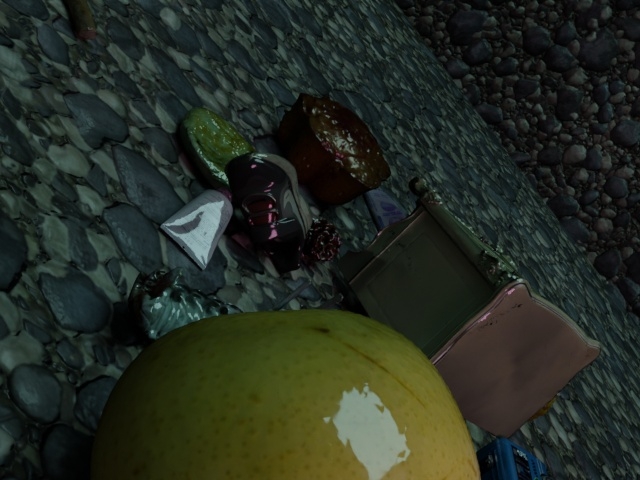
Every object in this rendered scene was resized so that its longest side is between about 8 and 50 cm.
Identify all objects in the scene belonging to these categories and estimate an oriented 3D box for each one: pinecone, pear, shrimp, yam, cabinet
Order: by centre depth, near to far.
[{"bbox_3d":[-0.027,0.220,0.733,0.348,0.348,0.348,40,27,-26],"label":"pear"},{"bbox_3d":[-0.055,0.141,1.021,0.411,0.166,0.221,26,67,-22],"label":"shrimp"},{"bbox_3d":[-0.373,-0.364,1.273,0.032,0.032,0.145,15,45,-54],"label":"yam"},{"bbox_3d":[0.237,0.106,1.382,0.290,0.227,0.318,35,15,-39],"label":"cabinet"},{"bbox_3d":[0.000,0.000,1.386,0.077,0.077,0.083,34,-11,-35],"label":"pinecone"}]

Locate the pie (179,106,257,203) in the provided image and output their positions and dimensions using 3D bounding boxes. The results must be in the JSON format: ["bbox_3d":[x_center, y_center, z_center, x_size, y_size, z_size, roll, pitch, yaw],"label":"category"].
[{"bbox_3d":[-0.153,-0.135,1.340,0.187,0.041,0.186,40,27,-25],"label":"pie"}]

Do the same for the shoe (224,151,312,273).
[{"bbox_3d":[-0.072,-0.038,1.247,0.227,0.099,0.112,57,25,-57],"label":"shoe"}]

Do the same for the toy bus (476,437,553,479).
[{"bbox_3d":[0.296,0.433,1.281,0.134,0.113,0.246,40,25,-18],"label":"toy bus"}]

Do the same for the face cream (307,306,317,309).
[{"bbox_3d":[0.061,0.190,1.235,0.250,0.077,0.077,37,29,-32],"label":"face cream"}]

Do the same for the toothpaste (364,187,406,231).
[{"bbox_3d":[0.143,-0.045,1.740,0.075,0.048,0.301,3,41,-25],"label":"toothpaste"}]

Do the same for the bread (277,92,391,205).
[{"bbox_3d":[0.024,-0.183,1.605,0.232,0.135,0.246,48,25,-10],"label":"bread"}]

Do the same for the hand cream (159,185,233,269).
[{"bbox_3d":[-0.166,-0.027,1.177,0.084,0.053,0.142,46,40,-14],"label":"hand cream"}]

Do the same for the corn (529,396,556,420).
[{"bbox_3d":[0.330,0.199,1.649,0.344,0.131,0.131,51,24,-3],"label":"corn"}]
